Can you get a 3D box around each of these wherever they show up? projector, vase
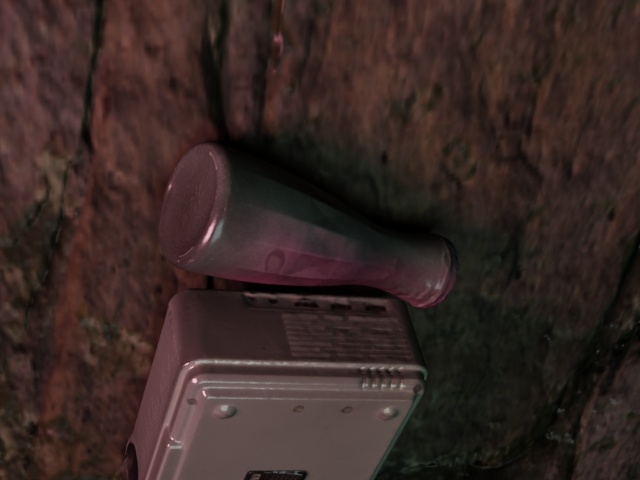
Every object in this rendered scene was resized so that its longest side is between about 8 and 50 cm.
[{"bbox_3d":[-0.047,0.157,0.814,0.192,0.099,0.256,5,134,-19],"label":"projector"},{"bbox_3d":[0.000,0.000,0.723,0.214,0.086,0.086,16,124,-34],"label":"vase"}]
